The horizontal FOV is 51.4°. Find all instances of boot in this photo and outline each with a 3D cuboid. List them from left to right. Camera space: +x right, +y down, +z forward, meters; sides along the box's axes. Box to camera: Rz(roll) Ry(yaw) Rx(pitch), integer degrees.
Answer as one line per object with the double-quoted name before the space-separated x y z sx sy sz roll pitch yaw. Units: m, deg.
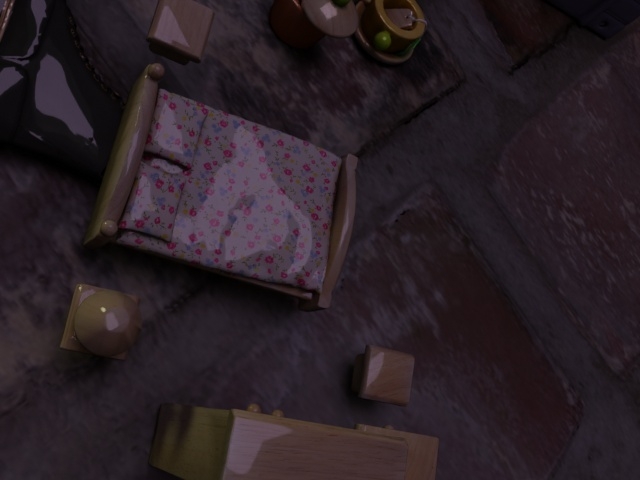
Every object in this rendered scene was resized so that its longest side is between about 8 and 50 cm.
"boot" -0.201 -0.151 0.538 0.137 0.077 0.198 27 72 -25

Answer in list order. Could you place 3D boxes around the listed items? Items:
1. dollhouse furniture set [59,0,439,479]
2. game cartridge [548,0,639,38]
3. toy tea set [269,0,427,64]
"dollhouse furniture set" 0.000 0.000 0.493 0.303 0.174 0.356 18 72 -25
"game cartridge" 0.350 -0.423 0.880 0.355 0.230 0.068 20 62 -23
"toy tea set" 0.074 -0.325 0.735 0.200 0.124 0.336 30 58 -18
